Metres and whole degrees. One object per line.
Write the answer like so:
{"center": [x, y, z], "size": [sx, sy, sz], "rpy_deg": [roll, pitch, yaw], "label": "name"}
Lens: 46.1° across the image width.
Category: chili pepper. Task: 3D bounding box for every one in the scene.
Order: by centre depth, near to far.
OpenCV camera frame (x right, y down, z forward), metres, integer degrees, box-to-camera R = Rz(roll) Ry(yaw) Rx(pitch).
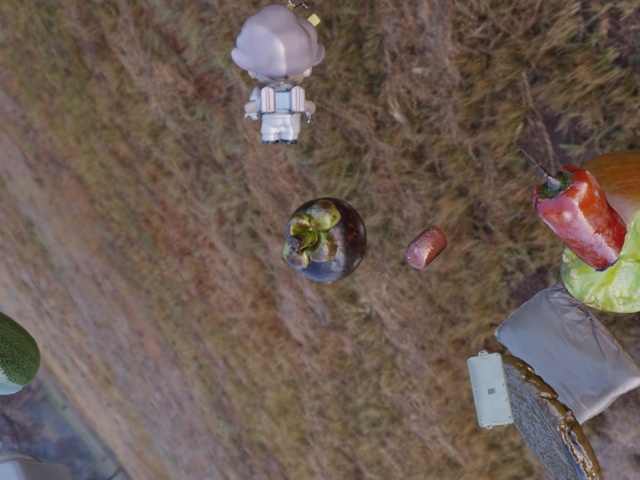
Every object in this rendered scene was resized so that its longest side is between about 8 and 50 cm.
{"center": [0.302, -0.045, 0.914], "size": [0.192, 0.084, 0.086], "rpy_deg": [43, 170, -17], "label": "chili pepper"}

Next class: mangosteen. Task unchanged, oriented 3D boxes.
{"center": [0.000, 0.000, 1.650], "size": [0.192, 0.192, 0.217], "rpy_deg": [52, -161, 11], "label": "mangosteen"}

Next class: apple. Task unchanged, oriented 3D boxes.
{"center": [0.476, -0.015, 1.130], "size": [0.227, 0.246, 0.246], "rpy_deg": [-2, 131, 19], "label": "apple"}

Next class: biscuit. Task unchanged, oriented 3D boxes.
{"center": [0.315, 0.257, 1.055], "size": [0.225, 0.042, 0.226], "rpy_deg": [58, 174, 10], "label": "biscuit"}

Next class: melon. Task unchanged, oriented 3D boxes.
{"center": [-0.779, 0.247, 1.735], "size": [0.182, 0.182, 0.287], "rpy_deg": [31, 165, 50], "label": "melon"}

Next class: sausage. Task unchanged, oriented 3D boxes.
{"center": [0.210, 0.014, 1.510], "size": [0.054, 0.094, 0.059], "rpy_deg": [46, 178, -6], "label": "sausage"}

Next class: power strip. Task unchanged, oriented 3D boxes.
{"center": [0.195, 0.172, 0.867], "size": [0.016, 0.040, 0.090], "rpy_deg": [52, -151, -60], "label": "power strip"}

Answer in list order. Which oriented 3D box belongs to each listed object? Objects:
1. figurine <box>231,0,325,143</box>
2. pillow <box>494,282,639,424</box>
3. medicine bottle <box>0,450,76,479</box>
{"center": [-0.063, -0.257, 1.116], "size": [0.112, 0.138, 0.228], "rpy_deg": [-76, -13, -79], "label": "figurine"}
{"center": [0.410, 0.193, 1.268], "size": [0.067, 0.173, 0.270], "rpy_deg": [28, -158, -34], "label": "pillow"}
{"center": [-0.313, 0.346, 0.804], "size": [0.124, 0.179, 0.324], "rpy_deg": [17, -175, -32], "label": "medicine bottle"}
